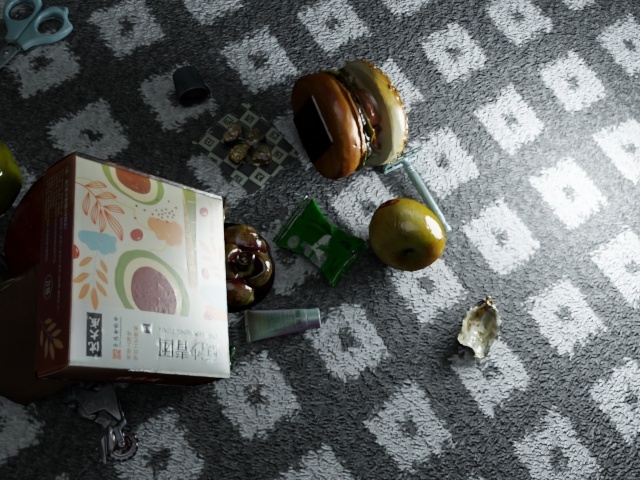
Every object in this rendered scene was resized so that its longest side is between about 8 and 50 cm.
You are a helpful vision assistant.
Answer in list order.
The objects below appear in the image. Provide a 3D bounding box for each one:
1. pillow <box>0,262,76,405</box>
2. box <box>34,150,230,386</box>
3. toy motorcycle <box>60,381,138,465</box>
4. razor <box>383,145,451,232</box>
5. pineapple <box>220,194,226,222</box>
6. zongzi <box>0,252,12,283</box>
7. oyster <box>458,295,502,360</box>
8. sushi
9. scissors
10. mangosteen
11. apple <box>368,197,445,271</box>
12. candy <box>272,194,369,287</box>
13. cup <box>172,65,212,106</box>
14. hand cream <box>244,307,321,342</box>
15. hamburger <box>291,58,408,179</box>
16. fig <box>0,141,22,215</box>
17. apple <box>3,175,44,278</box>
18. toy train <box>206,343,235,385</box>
[{"bbox_3d":[-0.562,0.200,1.394,0.308,0.305,0.108,-27,43,9],"label":"pillow"},{"bbox_3d":[-0.342,0.067,1.343,0.345,0.122,0.385,16,62,-47],"label":"box"},{"bbox_3d":[-0.467,0.369,1.499,0.123,0.080,0.215,-20,72,-18],"label":"toy motorcycle"},{"bbox_3d":[0.262,-0.119,1.827,0.106,0.068,0.231,-26,82,-17],"label":"razor"},{"bbox_3d":[-0.269,-0.069,1.708,0.116,0.069,0.137,-41,79,-20],"label":"pineapple"},{"bbox_3d":[-0.766,0.063,1.470,0.251,0.274,0.125,32,98,10],"label":"zongzi"},{"bbox_3d":[0.383,0.205,1.717,0.103,0.051,0.148,36,78,-5],"label":"oyster"},{"bbox_3d":[-0.184,-0.245,1.805,0.210,0.040,0.193,43,68,8],"label":"sushi"},{"bbox_3d":[-0.783,-0.481,1.807,0.191,0.029,0.360,26,69,6],"label":"scissors"},{"bbox_3d":[-0.190,0.058,1.573,0.212,0.250,0.211,3,82,-25],"label":"mangosteen"},{"bbox_3d":[0.203,-0.017,1.711,0.183,0.182,0.155,8,39,-6],"label":"apple"},{"bbox_3d":[0.001,-0.003,1.724,0.203,0.078,0.141,36,67,11],"label":"candy"},{"bbox_3d":[-0.325,-0.394,1.829,0.100,0.078,0.077,2,59,-45],"label":"cup"},{"bbox_3d":[-0.088,0.188,1.655,0.174,0.047,0.076,-7,71,-3],"label":"hand cream"},{"bbox_3d":[0.075,-0.297,1.751,0.225,0.291,0.290,-25,75,-21],"label":"hamburger"},{"bbox_3d":[-0.773,-0.124,1.579,0.207,0.207,0.230,20,85,-1],"label":"fig"},{"bbox_3d":[-0.517,0.000,1.509,0.288,0.288,0.316,-10,37,-13],"label":"apple"},{"bbox_3d":[-0.295,0.196,1.553,0.269,0.154,0.115,37,70,6],"label":"toy train"}]
